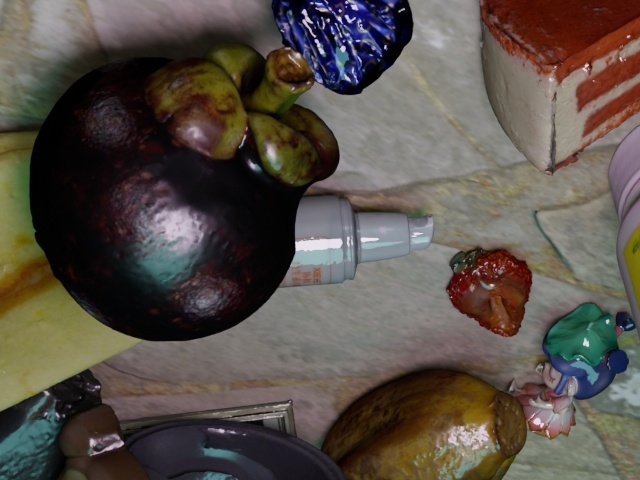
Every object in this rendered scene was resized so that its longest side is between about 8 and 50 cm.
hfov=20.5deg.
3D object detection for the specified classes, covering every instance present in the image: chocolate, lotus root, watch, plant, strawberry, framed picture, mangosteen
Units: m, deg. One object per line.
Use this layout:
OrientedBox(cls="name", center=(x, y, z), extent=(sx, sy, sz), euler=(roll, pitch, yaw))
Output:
OrientedBox(cls="chocolate", center=(-0.044, -0.293, 1.668), extent=(0.148, 0.126, 0.343), euler=(-51, 127, -13))
OrientedBox(cls="lotus root", center=(0.132, 0.260, 2.152), extent=(0.193, 0.193, 0.291), euler=(29, 136, -30))
OrientedBox(cls="watch", center=(-0.121, 0.354, 2.047), extent=(0.327, 0.335, 0.314), euler=(-6, 114, -30))
OrientedBox(cls="plant", center=(-0.363, 0.251, 2.123), extent=(0.164, 0.142, 0.256), euler=(21, 124, -26))
OrientedBox(cls="strawberry", center=(0.203, 0.065, 2.076), extent=(0.104, 0.048, 0.152), euler=(-17, 130, 14))
OrientedBox(cls="framed picture", center=(-0.136, 0.321, 2.299), extent=(0.231, 0.018, 0.293), euler=(-7, 133, 0))
OrientedBox(cls="mangosteen", center=(-0.135, -0.052, 1.770), extent=(0.313, 0.297, 0.297), euler=(-26, 137, -18))

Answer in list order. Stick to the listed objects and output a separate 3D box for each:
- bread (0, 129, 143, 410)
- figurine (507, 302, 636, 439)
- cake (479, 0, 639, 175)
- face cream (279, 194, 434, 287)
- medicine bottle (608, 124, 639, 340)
OrientedBox(cls="bread", center=(-0.359, -0.007, 1.959), extent=(0.405, 0.242, 0.345), euler=(-33, 133, -21))
OrientedBox(cls="figurine", center=(0.302, 0.159, 2.151), extent=(0.102, 0.111, 0.195), euler=(23, 132, -4))
OrientedBox(cls="cake", center=(0.278, -0.208, 1.824), extent=(0.262, 0.160, 0.158), euler=(-32, 139, -25))
OrientedBox(cls="face cream", center=(0.000, 0.000, 1.952), extent=(0.252, 0.101, 0.101), euler=(-4, 134, -3))
OrientedBox(cls="medicine bottle", center=(0.428, 0.046, 1.853), extent=(0.214, 0.378, 0.213), euler=(-3, 133, -3))
